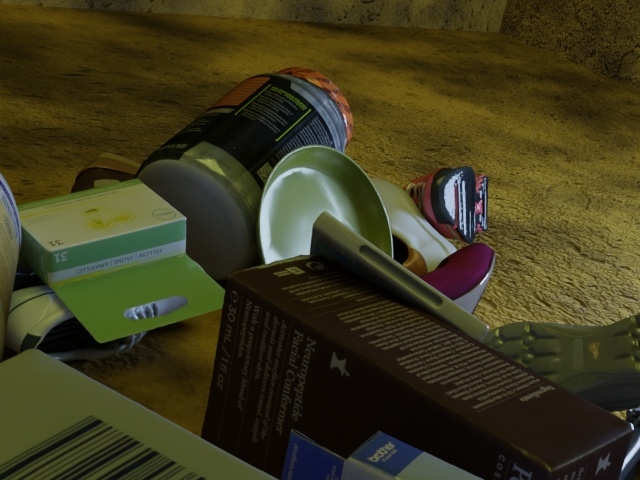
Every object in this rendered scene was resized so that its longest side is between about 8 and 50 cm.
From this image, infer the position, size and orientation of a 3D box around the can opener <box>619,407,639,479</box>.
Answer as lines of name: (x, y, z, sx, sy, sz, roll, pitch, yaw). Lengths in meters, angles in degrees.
can opener: (0.325, 0.231, 1.192, 0.093, 0.074, 0.280, 25, 25, 29)

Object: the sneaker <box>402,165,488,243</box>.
sneaker: (0.179, -0.052, 1.780, 0.136, 0.116, 0.314, 0, -1, 16)

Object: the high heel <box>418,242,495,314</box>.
high heel: (0.097, 0.064, 1.412, 0.181, 0.127, 0.377, 27, 27, 10)

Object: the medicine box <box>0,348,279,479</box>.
medicine box: (-0.125, 0.250, 0.610, 0.263, 0.289, 0.149, 22, 26, 25)

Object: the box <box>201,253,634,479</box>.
box: (0.069, 0.177, 1.043, 0.381, 0.191, 0.143, 27, 26, 36)

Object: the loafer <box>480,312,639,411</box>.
loafer: (0.290, 0.146, 1.259, 0.319, 0.112, 0.111, -9, -36, 32)

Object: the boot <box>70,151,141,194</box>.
boot: (-0.231, -0.031, 1.603, 0.248, 0.090, 0.207, 14, 35, -4)

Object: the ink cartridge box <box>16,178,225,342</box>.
ink cartridge box: (-0.219, 0.015, 1.250, 0.171, 0.056, 0.235, -15, 32, -33)

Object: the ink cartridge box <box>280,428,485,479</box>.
ink cartridge box: (0.104, 0.265, 0.835, 0.311, 0.186, 0.065, 21, 26, 23)

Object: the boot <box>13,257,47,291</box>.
boot: (-0.437, -0.020, 1.415, 0.222, 0.118, 0.338, -8, 39, -46)

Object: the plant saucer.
plant saucer: (0.000, 0.000, 1.451, 0.037, 0.241, 0.241, -13, -1, 44)

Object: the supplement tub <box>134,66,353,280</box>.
supplement tub: (-0.093, -0.103, 1.554, 0.193, 0.194, 0.316, 20, 41, 22)

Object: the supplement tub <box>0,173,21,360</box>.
supplement tub: (-0.407, 0.046, 1.053, 0.241, 0.241, 0.331, 7, 22, -13)

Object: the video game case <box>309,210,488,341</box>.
video game case: (0.072, 0.054, 1.180, 0.193, 0.023, 0.212, 36, -10, 5)

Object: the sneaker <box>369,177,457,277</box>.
sneaker: (0.079, -0.015, 1.646, 0.123, 0.106, 0.290, 0, 25, -33)

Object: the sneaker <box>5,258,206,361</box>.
sneaker: (-0.229, 0.087, 1.273, 0.258, 0.094, 0.091, -16, 42, -34)
